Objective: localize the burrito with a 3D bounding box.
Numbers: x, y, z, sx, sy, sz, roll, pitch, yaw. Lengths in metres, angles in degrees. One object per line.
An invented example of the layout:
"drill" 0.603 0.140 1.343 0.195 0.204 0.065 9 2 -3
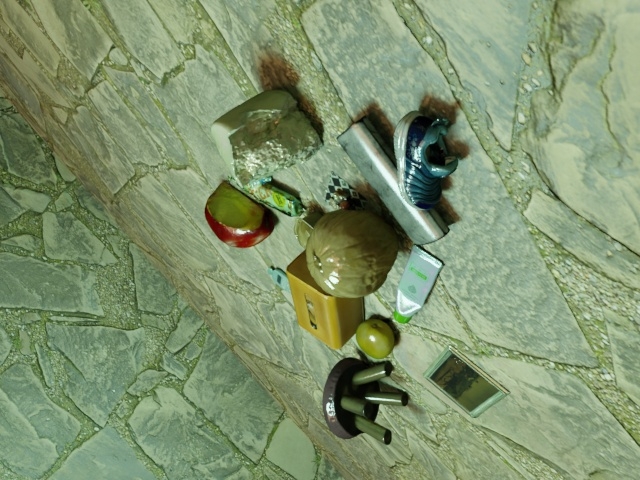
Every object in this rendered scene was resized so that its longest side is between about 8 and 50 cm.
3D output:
"burrito" -0.166 -0.156 1.489 0.288 0.054 0.104 29 146 31

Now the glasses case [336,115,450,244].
"glasses case" 0.155 -0.123 1.082 0.299 0.060 0.114 52 160 -6

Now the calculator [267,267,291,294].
"calculator" -0.133 0.148 1.851 0.153 0.021 0.095 39 150 16

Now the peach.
"peach" -0.264 -0.052 1.663 0.267 0.159 0.154 32 153 24

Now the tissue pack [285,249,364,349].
"tissue pack" 0.018 0.177 1.558 0.194 0.145 0.275 27 146 31

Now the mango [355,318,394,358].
"mango" 0.169 0.309 1.572 0.130 0.092 0.195 29 155 26

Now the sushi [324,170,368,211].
"sushi" 0.054 -0.096 1.290 0.120 0.026 0.126 40 150 16

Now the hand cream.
"hand cream" 0.240 0.120 1.294 0.079 0.050 0.275 14 140 4

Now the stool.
"stool" 0.152 0.537 1.711 0.178 0.272 0.272 -6 122 41

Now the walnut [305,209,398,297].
"walnut" 0.078 0.028 1.213 0.228 0.228 0.228 34 148 25

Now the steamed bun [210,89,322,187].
"steamed bun" -0.128 -0.236 1.162 0.200 0.225 0.170 47 151 5

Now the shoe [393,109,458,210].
"shoe" 0.204 -0.142 0.962 0.106 0.091 0.207 24 142 37

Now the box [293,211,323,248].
"box" 0.000 0.000 1.403 0.177 0.111 0.111 39 150 16

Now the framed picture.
"framed picture" 0.401 0.407 1.444 0.197 0.014 0.252 38 150 17
